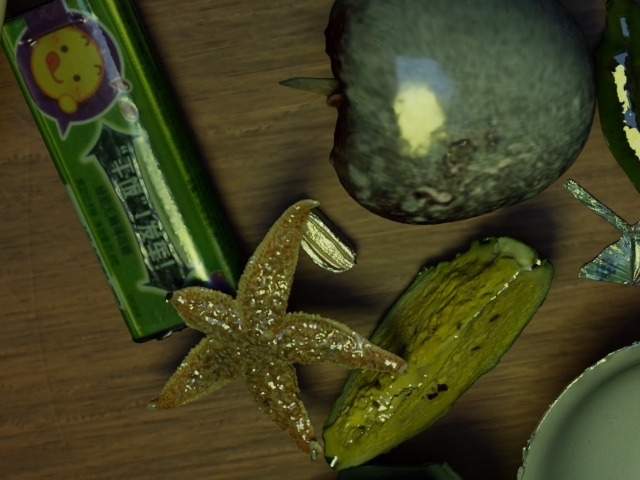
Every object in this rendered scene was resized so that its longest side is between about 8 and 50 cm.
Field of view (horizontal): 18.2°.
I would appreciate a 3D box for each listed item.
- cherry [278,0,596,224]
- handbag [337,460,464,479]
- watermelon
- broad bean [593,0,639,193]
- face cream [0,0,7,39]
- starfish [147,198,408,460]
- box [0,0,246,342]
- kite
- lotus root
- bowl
[{"bbox_3d":[0.112,-0.140,1.843,0.296,0.218,0.255,-3,99,-8],"label":"cherry"},{"bbox_3d":[0.116,0.328,1.934,0.079,0.260,0.247,-39,99,-30],"label":"handbag"},{"bbox_3d":[0.119,0.102,1.937,0.123,0.129,0.301,41,111,-5],"label":"watermelon"},{"bbox_3d":[0.353,-0.097,1.917,0.292,0.049,0.144,38,94,-5],"label":"broad bean"},{"bbox_3d":[-0.355,-0.171,1.882,0.102,0.102,0.346,16,121,2],"label":"face cream"},{"bbox_3d":[-0.037,0.093,1.902,0.231,0.048,0.295,32,115,-3],"label":"starfish"},{"bbox_3d":[-0.187,-0.078,1.944,0.134,0.097,0.346,-21,100,18],"label":"box"},{"bbox_3d":[0.303,-0.011,1.958,0.137,0.005,0.152,-41,96,10],"label":"kite"},{"bbox_3d":[0.001,-0.001,1.975,0.083,0.030,0.037,45,105,-4],"label":"lotus root"},{"bbox_3d":[0.361,0.231,1.929,0.345,0.157,0.346,1,103,5],"label":"bowl"}]
